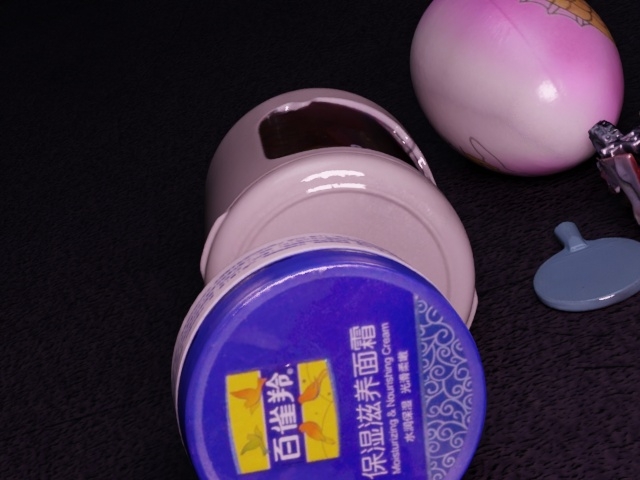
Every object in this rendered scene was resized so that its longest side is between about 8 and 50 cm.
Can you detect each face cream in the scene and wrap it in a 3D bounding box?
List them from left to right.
[{"bbox_3d":[0.002,0.100,1.176,0.206,0.206,0.111,-23,16,-7],"label":"face cream"}]

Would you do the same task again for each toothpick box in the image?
[{"bbox_3d":[0.000,0.000,1.449,0.229,0.229,0.316,-20,19,1],"label":"toothpick box"}]

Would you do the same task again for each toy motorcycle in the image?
[{"bbox_3d":[0.286,-0.048,1.428,0.082,0.122,0.213,-29,9,-4],"label":"toy motorcycle"}]

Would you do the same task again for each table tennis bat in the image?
[{"bbox_3d":[0.221,0.019,1.434,0.100,0.019,0.155,-21,22,1],"label":"table tennis bat"}]

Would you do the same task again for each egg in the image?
[{"bbox_3d":[0.192,-0.155,1.658,0.196,0.196,0.271,-23,40,-7],"label":"egg"}]
